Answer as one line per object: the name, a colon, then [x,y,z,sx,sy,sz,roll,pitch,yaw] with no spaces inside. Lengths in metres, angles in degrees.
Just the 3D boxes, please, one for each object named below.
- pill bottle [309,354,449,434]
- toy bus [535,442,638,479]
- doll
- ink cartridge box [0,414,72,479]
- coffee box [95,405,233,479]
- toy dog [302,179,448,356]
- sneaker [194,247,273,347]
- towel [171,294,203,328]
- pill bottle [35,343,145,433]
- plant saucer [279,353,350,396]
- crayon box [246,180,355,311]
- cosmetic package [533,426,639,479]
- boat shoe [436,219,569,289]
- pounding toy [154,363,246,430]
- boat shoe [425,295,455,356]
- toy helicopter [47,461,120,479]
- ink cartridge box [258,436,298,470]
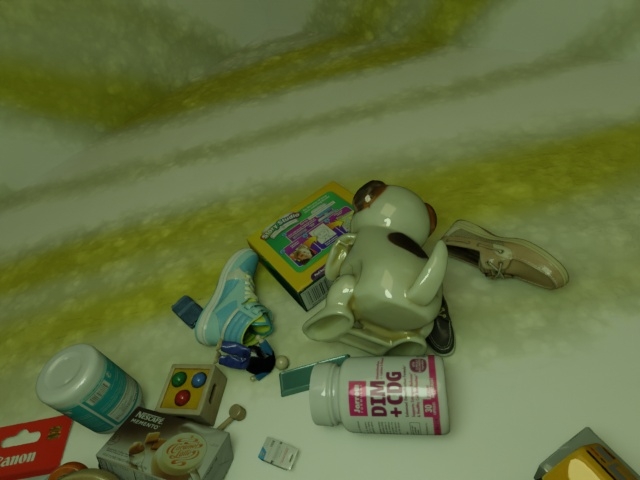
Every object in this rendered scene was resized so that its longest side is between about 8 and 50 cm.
pill bottle: [0.128,0.335,0.905,0.283,0.160,0.160,-5,47,14]
toy bus: [0.347,0.473,0.659,0.332,0.130,0.108,-56,44,18]
doll: [-0.175,0.301,1.073,0.189,0.129,0.046,13,10,-3]
ink cartridge box: [-0.807,0.618,0.993,0.308,0.091,0.384,-13,46,6]
coffee box: [-0.339,0.481,0.918,0.247,0.098,0.141,8,28,17]
toy dog: [0.150,0.037,1.012,0.285,0.395,0.407,16,49,-4]
sneaker: [-0.202,0.171,1.198,0.208,0.127,0.318,6,60,26]
towel: [-0.406,0.219,1.282,0.119,0.029,0.067,28,61,37]
pill bottle: [-0.539,0.375,1.011,0.146,0.264,0.146,-9,45,9]
plant saucer: [-0.013,0.338,1.049,0.192,0.018,0.067,-17,45,4]
crayon box: [0.000,0.000,1.304,0.363,0.106,0.313,-35,46,-16]
cosmetic package: [0.505,0.464,0.704,0.127,0.107,0.238,-29,43,-9]
boat shoe: [0.468,0.055,1.099,0.110,0.121,0.341,-42,39,-15]
pounding toy: [-0.292,0.405,1.022,0.206,0.094,0.181,-4,47,15]
boat shoe: [0.287,0.183,1.061,0.081,0.068,0.227,-13,45,7]
toy helicopter: [-0.487,0.642,0.812,0.235,0.140,0.354,17,77,-6]
ink cartridge box: [-0.091,0.481,0.930,0.083,0.028,0.048,9,51,25]
